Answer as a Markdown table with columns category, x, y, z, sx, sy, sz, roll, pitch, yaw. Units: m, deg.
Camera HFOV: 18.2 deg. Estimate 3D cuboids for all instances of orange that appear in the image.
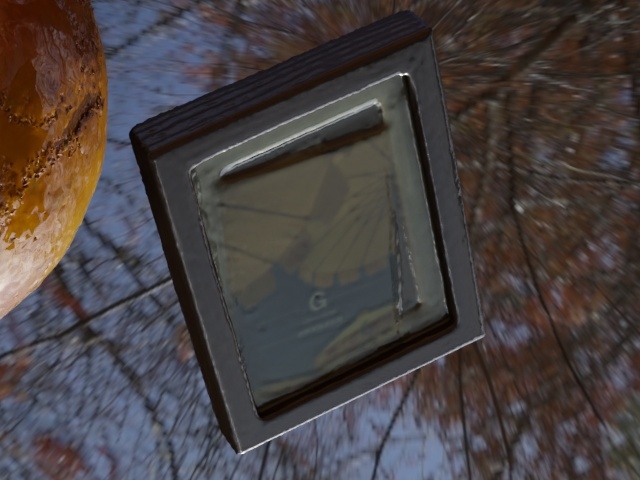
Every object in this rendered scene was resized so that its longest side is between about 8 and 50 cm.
| category | x | y | z | sx | sy | sz | roll | pitch | yaw |
| --- | --- | --- | --- | --- | --- | --- | --- | --- | --- |
| orange | -0.210 | -0.062 | 0.875 | 0.240 | 0.240 | 0.240 | 0 | -85 | 2 |

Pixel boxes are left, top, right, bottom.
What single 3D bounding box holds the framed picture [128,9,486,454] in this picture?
| category | x | y | z | sx | sy | sz | roll | pitch | yaw |
| --- | --- | --- | --- | --- | --- | --- | --- | --- | --- |
| framed picture | 0.000 | 0.000 | 0.836 | 0.128 | 0.023 | 0.168 | -24 | -50 | -13 |
